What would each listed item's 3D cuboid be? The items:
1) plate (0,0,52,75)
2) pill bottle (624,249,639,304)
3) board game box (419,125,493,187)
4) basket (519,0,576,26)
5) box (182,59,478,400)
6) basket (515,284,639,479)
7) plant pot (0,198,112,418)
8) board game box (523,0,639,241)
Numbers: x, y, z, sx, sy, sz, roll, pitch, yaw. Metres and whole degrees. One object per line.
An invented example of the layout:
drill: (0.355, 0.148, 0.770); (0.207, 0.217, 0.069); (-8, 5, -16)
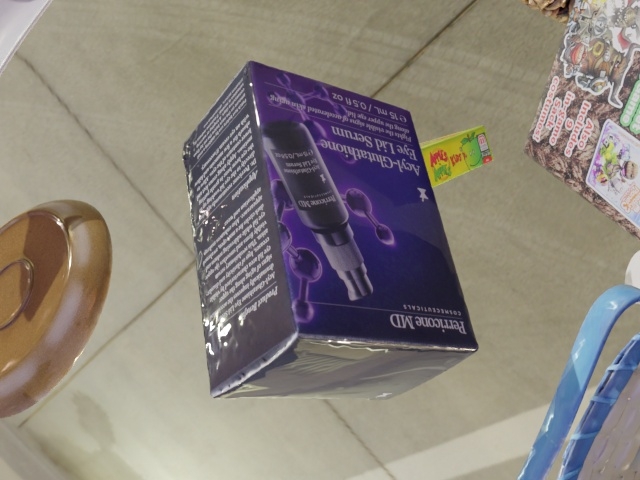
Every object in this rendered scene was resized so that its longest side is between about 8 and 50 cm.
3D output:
plate: (-0.442, -0.236, 0.736); (0.277, 0.278, 0.045); (24, 145, -14)
pill bottle: (0.439, 0.055, 0.868); (0.137, 0.078, 0.078); (12, 131, -5)
board game box: (0.100, -0.078, 0.803); (0.092, 0.181, 0.043); (-11, 100, 45)
basket: (0.321, -0.350, 0.709); (0.222, 0.214, 0.299); (13, 125, -27)
box: (0.000, 0.000, 0.522); (0.108, 0.153, 0.207); (-40, 53, 43)
basket: (0.288, 0.183, 0.608); (0.288, 0.201, 0.255); (17, 101, -22)
plant pot: (-0.306, 0.059, 0.745); (0.236, 0.237, 0.032); (-4, 154, 35)
board game box: (0.306, -0.049, 0.416); (0.291, 0.231, 0.141); (-122, 38, -52)
